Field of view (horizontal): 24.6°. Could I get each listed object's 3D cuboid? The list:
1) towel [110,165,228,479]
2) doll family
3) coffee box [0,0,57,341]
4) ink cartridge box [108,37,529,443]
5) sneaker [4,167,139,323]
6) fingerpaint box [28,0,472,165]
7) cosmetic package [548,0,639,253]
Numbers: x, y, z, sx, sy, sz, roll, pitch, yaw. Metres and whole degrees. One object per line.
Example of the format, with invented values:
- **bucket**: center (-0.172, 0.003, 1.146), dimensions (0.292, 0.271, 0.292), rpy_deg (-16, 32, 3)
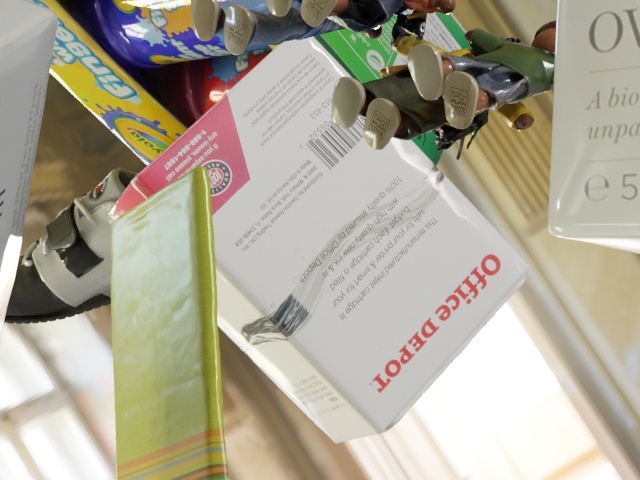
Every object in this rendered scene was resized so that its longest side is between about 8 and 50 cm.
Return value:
- **towel**: center (-0.080, 0.086, 0.810), dimensions (0.021, 0.237, 0.102), rpy_deg (10, -24, -37)
- **doll family**: center (0.034, -0.091, 0.653), dimensions (0.111, 0.193, 0.076), rpy_deg (-24, -37, -44)
- **coffee box**: center (-0.353, 0.053, 0.594), dimensions (0.334, 0.338, 0.337), rpy_deg (-56, -16, -59)
- **ink cartridge box**: center (0.000, 0.000, 1.027), dimensions (0.172, 0.237, 0.100), rpy_deg (-45, 4, -23)
- **sneaker**: center (-0.238, -0.007, 1.570), dimensions (0.331, 0.146, 0.122), rpy_deg (-12, 28, 2)
- **fingerpaint box**: center (-0.124, -0.242, 1.419), dimensions (0.371, 0.445, 0.163), rpy_deg (-1, 55, 40)
- **cosmetic package**: center (0.187, -0.106, 0.362), dimensions (0.224, 0.224, 0.138), rpy_deg (-1, -8, 38)
